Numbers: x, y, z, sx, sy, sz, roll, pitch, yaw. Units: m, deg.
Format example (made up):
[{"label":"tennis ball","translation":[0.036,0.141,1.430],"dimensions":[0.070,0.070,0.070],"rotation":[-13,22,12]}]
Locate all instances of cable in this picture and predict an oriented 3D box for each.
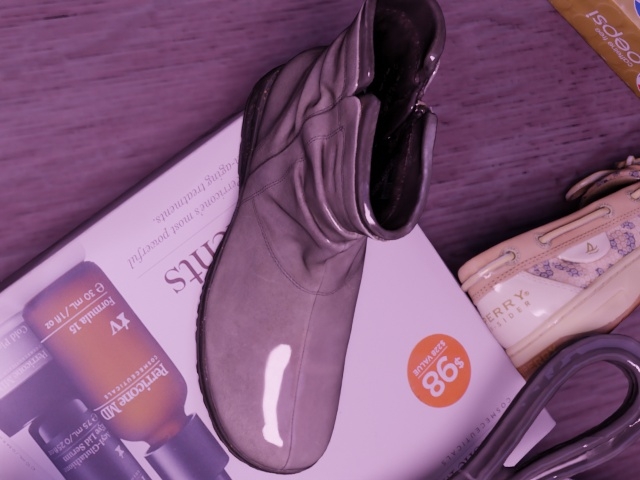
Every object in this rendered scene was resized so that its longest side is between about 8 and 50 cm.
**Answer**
[{"label":"cable","translation":[0.073,0.160,0.636],"dimensions":[0.139,0.072,0.287],"rotation":[33,78,6]}]

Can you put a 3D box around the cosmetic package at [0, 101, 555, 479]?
[{"label":"cosmetic package","translation":[-0.077,0.119,0.674],"dimensions":[0.377,0.097,0.284],"rotation":[-40,102,-20]}]

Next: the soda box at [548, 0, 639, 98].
[{"label":"soda box","translation":[0.252,-0.153,0.844],"dimensions":[0.181,0.061,0.058],"rotation":[44,72,-13]}]

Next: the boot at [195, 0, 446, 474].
[{"label":"boot","translation":[0.000,0.000,0.577],"dimensions":[0.083,0.161,0.247],"rotation":[8,81,-20]}]

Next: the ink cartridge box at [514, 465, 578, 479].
[{"label":"ink cartridge box","translation":[0.224,0.364,0.732],"dimensions":[0.384,0.160,0.279],"rotation":[34,75,-14]}]

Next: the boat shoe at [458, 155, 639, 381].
[{"label":"boat shoe","translation":[0.200,-0.011,0.762],"dimensions":[0.089,0.104,0.285],"rotation":[49,44,7]}]
